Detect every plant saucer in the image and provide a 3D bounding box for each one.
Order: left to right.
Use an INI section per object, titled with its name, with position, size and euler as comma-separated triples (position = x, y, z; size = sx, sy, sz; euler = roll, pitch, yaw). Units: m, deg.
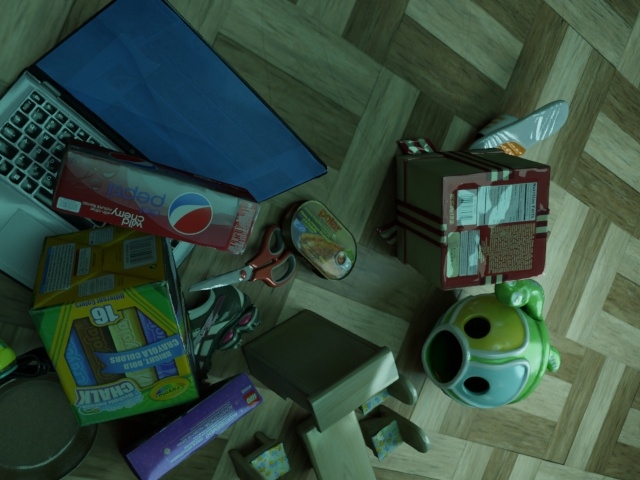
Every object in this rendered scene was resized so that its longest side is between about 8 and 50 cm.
[plant saucer]
position = -0.452, 0.296, 1.103
size = 0.198, 0.036, 0.199
euler = -9, 107, -32

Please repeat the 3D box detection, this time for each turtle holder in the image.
[turtle holder]
position = 0.360, 0.223, 1.476
size = 0.227, 0.320, 0.243
euler = 0, 67, -34

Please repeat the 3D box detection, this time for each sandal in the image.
[sandal]
position = 0.420, -0.236, 1.536
size = 0.265, 0.076, 0.102
euler = -28, 132, -10

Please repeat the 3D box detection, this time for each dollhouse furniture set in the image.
[dollhouse furniture set]
position = 0.035, 0.362, 1.315
size = 0.362, 0.256, 0.394
euler = -29, 116, -25

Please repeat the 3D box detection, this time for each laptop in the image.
[laptop]
position = -0.278, -0.074, 1.007
size = 0.382, 0.236, 0.408
euler = 43, 77, -33

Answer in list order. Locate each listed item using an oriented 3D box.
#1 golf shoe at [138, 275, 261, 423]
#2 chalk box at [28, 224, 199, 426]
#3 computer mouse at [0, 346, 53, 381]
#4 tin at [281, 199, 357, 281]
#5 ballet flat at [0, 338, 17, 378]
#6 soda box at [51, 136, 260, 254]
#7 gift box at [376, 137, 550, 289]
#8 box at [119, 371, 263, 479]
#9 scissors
[golf shoe]
position = -0.229, 0.186, 1.206
size = 0.120, 0.105, 0.273
euler = 45, 74, -11
[chalk box]
position = -0.285, 0.140, 1.031
size = 0.179, 0.180, 0.289
euler = -11, 124, -8
[computer mouse]
position = -0.473, 0.099, 0.969
size = 0.184, 0.060, 0.262
euler = -9, 111, 6
[tin]
position = 0.000, 0.000, 1.325
size = 0.190, 0.040, 0.106
euler = 46, 69, -36
[ballet flat]
position = -0.520, 0.196, 0.959
size = 0.231, 0.077, 0.077
euler = -32, 102, 11
[soda box]
position = -0.223, -0.058, 0.956
size = 0.263, 0.092, 0.083
euler = 16, 102, -23
[gift box]
position = 0.267, -0.062, 1.376
size = 0.276, 0.258, 0.255
euler = -1, 105, -14
[box]
position = -0.216, 0.299, 1.116
size = 0.201, 0.293, 0.057
euler = -33, 87, -23
[scissors]
position = -0.121, 0.064, 1.195
size = 0.297, 0.021, 0.109
euler = -42, 122, -56
